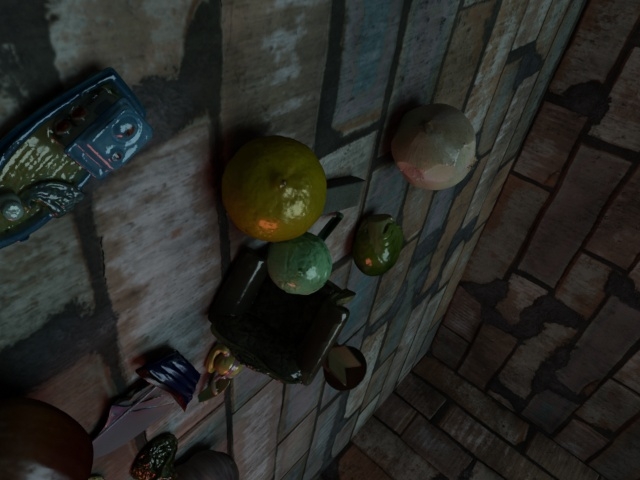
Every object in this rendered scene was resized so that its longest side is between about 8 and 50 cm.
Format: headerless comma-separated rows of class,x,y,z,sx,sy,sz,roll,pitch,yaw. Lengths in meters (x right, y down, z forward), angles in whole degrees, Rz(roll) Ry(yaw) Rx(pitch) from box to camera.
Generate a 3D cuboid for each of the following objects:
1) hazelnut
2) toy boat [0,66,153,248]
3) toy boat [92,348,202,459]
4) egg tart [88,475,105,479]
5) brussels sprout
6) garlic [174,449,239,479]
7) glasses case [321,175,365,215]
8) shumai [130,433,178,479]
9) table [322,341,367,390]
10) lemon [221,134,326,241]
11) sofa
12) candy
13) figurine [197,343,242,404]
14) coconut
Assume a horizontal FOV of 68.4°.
hazelnut,-0.434,0.313,0.632,0.212,0.181,0.181,-39,170,-13
toy boat,-0.287,-0.082,0.521,0.238,0.098,0.109,-49,150,-14
toy boat,-0.358,0.355,0.943,0.318,0.072,0.219,-54,151,2
egg tart,-0.486,0.537,0.946,0.129,0.049,0.129,-41,149,-31
brussels sprout,0.166,0.017,1.372,0.161,0.144,0.181,-24,120,-17
garlic,-0.331,0.696,1.253,0.207,0.207,0.257,56,32,-63
glasses case,0.026,-0.104,1.095,0.205,0.047,0.071,-19,132,-51
shumai,-0.367,0.520,1.088,0.124,0.087,0.099,-58,153,-1
table,0.055,0.413,1.644,0.167,0.167,0.227,-50,145,-13
lemon,-0.077,-0.085,0.792,0.178,0.178,0.203,-53,-176,-7
sofa,-0.081,0.145,0.963,0.200,0.258,0.182,-60,168,10
candy,0.000,0.000,1.008,0.119,0.119,0.440,-66,173,20
figurine,-0.243,0.318,1.109,0.083,0.083,0.187,-19,148,-52
coconut,0.288,-0.240,1.210,0.224,0.224,0.234,-56,167,0
